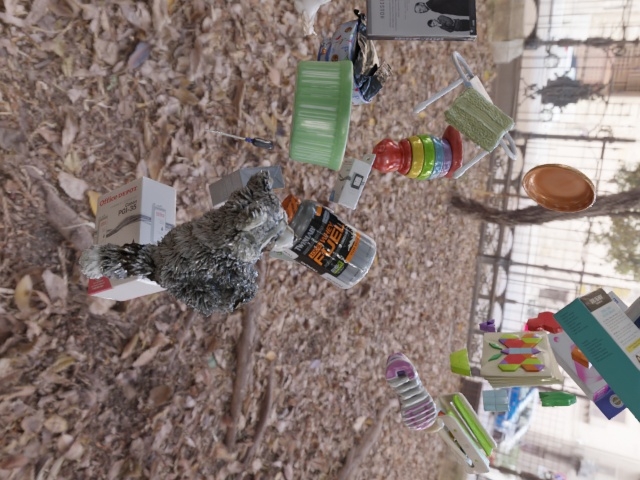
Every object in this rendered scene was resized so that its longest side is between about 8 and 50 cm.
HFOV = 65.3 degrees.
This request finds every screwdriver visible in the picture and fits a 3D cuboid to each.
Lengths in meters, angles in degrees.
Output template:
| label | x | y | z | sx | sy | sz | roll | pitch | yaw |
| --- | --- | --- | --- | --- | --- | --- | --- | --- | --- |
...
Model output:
| label | x | y | z | sx | sy | sz | roll | pitch | yaw |
| --- | --- | --- | --- | --- | --- | --- | --- | --- | --- |
| screwdriver | -0.195 | -0.247 | 1.210 | 0.170 | 0.025 | 0.024 | 8 | 117 | -27 |

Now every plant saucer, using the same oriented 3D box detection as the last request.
| label | x | y | z | sx | sy | sz | roll | pitch | yaw |
| --- | --- | --- | --- | --- | --- | --- | --- | --- | --- |
| plant saucer | 0.690 | -0.157 | 1.443 | 0.037 | 0.200 | 0.200 | -58 | 148 | -22 |

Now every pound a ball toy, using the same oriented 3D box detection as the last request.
| label | x | y | z | sx | sy | sz | roll | pitch | yaw |
| --- | --- | --- | --- | --- | --- | --- | --- | --- | --- |
| pound a ball toy | 0.481 | 0.709 | 1.803 | 0.319 | 0.135 | 0.208 | 54 | 42 | -9 |

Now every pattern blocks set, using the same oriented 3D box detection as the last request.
| label | x | y | z | sx | sy | sz | roll | pitch | yaw |
| --- | --- | --- | --- | --- | --- | --- | --- | --- | --- |
| pattern blocks set | 0.416 | 0.242 | 1.050 | 0.325 | 0.285 | 0.026 | -77 | 155 | -71 |

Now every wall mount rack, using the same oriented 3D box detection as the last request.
| label | x | y | z | sx | sy | sz | roll | pitch | yaw |
| --- | --- | --- | --- | --- | --- | --- | --- | --- | --- |
| wall mount rack | 0.404 | -0.336 | 1.391 | 0.350 | 0.130 | 0.304 | 56 | 36 | -7 |

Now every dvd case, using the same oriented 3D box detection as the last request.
| label | x | y | z | sx | sy | sz | roll | pitch | yaw |
| --- | --- | --- | --- | --- | --- | --- | --- | --- | --- |
| dvd case | 0.218 | -0.525 | 1.089 | 0.029 | 0.238 | 0.179 | 108 | -18 | -85 |

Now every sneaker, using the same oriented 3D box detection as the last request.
| label | x | y | z | sx | sy | sz | roll | pitch | yaw |
| --- | --- | --- | --- | --- | --- | --- | --- | --- | --- |
| sneaker | 0.238 | 0.399 | 1.350 | 0.104 | 0.095 | 0.236 | -98 | 165 | -75 |

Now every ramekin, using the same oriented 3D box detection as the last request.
| label | x | y | z | sx | sy | sz | roll | pitch | yaw |
| --- | --- | --- | --- | --- | --- | --- | --- | --- | --- |
| ramekin | -0.006 | -0.356 | 1.406 | 0.303 | 0.148 | 0.303 | -175 | -90 | -85 |

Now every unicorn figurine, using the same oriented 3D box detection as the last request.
| label | x | y | z | sx | sy | sz | roll | pitch | yaw |
| --- | --- | --- | --- | --- | --- | --- | --- | --- | --- |
| unicorn figurine | -0.017 | -0.425 | 0.867 | 0.060 | 0.162 | 0.111 | -29 | 107 | -21 |

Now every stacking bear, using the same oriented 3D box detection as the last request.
| label | x | y | z | sx | sy | sz | roll | pitch | yaw |
| --- | --- | --- | --- | --- | --- | --- | --- | --- | --- |
| stacking bear | 0.309 | -0.283 | 1.671 | 0.175 | 0.289 | 0.164 | 112 | -29 | -60 |

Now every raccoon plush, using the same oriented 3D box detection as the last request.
| label | x | y | z | sx | sy | sz | roll | pitch | yaw |
| --- | --- | --- | --- | --- | --- | --- | --- | --- | --- |
| raccoon plush | -0.277 | -0.001 | 1.047 | 0.299 | 0.446 | 0.216 | 107 | -28 | -44 |

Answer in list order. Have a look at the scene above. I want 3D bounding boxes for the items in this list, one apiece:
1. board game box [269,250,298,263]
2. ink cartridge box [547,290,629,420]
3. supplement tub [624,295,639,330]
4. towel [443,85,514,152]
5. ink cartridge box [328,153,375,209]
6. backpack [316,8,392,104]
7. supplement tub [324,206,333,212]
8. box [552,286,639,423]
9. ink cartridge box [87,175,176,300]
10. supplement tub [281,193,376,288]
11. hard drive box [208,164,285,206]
| label | x | y | z | sx | sy | sz | roll | pitch | yaw |
| --- | --- | --- | --- | --- | --- | --- | --- | --- | --- |
| board game box | -0.003 | 0.053 | 1.849 | 0.224 | 0.303 | 0.098 | 11 | 92 | -71 |
| ink cartridge box | 1.011 | 0.391 | 1.744 | 0.324 | 0.330 | 0.071 | -32 | 150 | -8 |
| supplement tub | 0.722 | 0.228 | 0.867 | 0.325 | 0.235 | 0.235 | -116 | -172 | -48 |
| towel | 0.377 | -0.289 | 1.190 | 0.110 | 0.148 | 0.027 | -49 | 177 | -8 |
| ink cartridge box | 0.095 | -0.192 | 1.531 | 0.180 | 0.060 | 0.104 | -69 | -162 | 3 |
| backpack | 0.105 | -0.609 | 1.760 | 0.276 | 0.213 | 0.263 | 50 | 38 | -41 |
| supplement tub | 0.003 | -0.077 | 1.969 | 0.071 | 0.071 | 0.107 | -13 | 125 | -64 |
| box | 0.496 | 0.197 | 0.805 | 0.100 | 0.244 | 0.060 | -9 | 147 | -41 |
| ink cartridge box | -0.496 | -0.001 | 1.322 | 0.117 | 0.207 | 0.283 | 24 | 56 | -53 |
| supplement tub | 0.000 | 0.000 | 1.565 | 0.316 | 0.193 | 0.194 | 31 | 61 | -16 |
| hard drive box | -0.276 | -0.200 | 1.853 | 0.181 | 0.232 | 0.089 | -12 | 88 | -40 |
